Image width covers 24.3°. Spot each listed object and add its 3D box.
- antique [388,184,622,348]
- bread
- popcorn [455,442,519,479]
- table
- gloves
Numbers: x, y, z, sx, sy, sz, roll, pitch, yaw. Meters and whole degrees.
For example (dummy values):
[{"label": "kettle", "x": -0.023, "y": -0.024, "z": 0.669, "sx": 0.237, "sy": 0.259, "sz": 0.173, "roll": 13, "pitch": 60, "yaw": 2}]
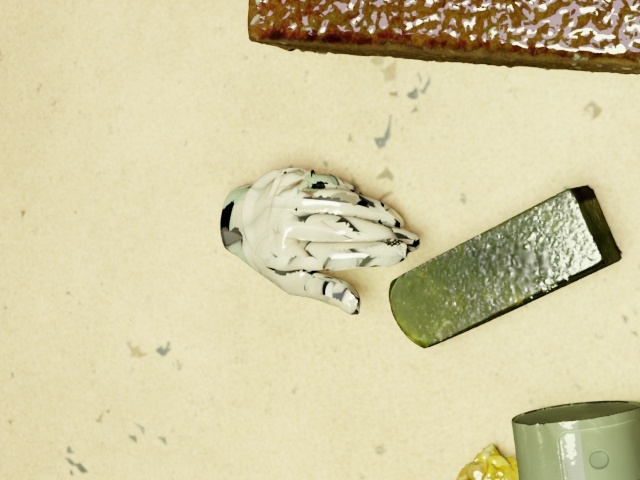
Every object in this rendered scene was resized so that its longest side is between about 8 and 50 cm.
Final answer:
[{"label": "antique", "x": 0.172, "y": 0.029, "z": 1.439, "sx": 0.221, "sy": 0.080, "sz": 0.081, "roll": -27, "pitch": 81, "yaw": 24}, {"label": "bread", "x": 0.136, "y": -0.251, "z": 1.419, "sx": 0.416, "sy": 0.113, "sz": 0.165, "roll": 7, "pitch": 97, "yaw": 22}, {"label": "popcorn", "x": 0.171, "y": 0.236, "z": 1.468, "sx": 0.084, "sy": 0.084, "sz": 0.084, "roll": 2, "pitch": 94, "yaw": 24}, {"label": "table", "x": 0.253, "y": 0.268, "z": 1.391, "sx": 0.126, "sy": 0.126, "sz": 0.220, "roll": -8, "pitch": 90, "yaw": 24}, {"label": "gloves", "x": -0.005, "y": -0.006, "z": 1.490, "sx": 0.212, "sy": 0.111, "sz": 0.127, "roll": 5, "pitch": 65, "yaw": 47}]
